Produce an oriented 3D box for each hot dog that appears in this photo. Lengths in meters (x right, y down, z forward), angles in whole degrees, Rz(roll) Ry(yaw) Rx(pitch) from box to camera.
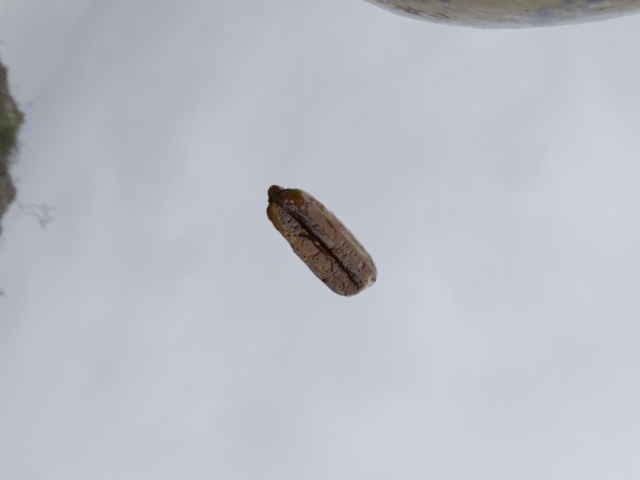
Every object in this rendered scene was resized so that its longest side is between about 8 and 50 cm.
[{"bbox_3d":[0.000,-0.001,0.824,0.062,0.144,0.038,-32,-155,27],"label":"hot dog"}]

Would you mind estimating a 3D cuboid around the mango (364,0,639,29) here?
[{"bbox_3d":[0.112,-0.193,0.459,0.329,0.175,0.176,28,-96,29],"label":"mango"}]
